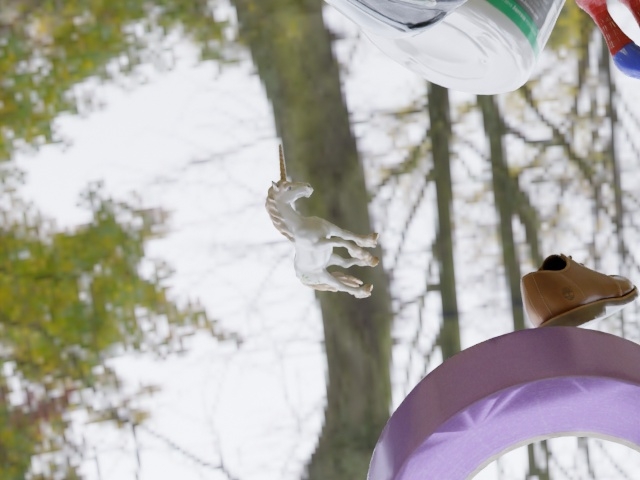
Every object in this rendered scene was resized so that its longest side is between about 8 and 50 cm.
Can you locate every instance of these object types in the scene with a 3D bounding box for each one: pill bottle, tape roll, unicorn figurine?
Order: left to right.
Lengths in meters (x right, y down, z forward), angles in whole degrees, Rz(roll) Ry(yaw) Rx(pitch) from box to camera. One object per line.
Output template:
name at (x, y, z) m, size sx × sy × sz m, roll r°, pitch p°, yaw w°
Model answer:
unicorn figurine at (0.000, 0.000, 1.556) m, size 0.111 × 0.162 × 0.060 m, roll 14°, pitch -139°, yaw 10°
pill bottle at (0.195, -0.355, 1.727) m, size 0.204 × 0.204 × 0.361 m, roll 10°, pitch -113°, yaw 40°
tape roll at (0.173, 0.205, 1.190) m, size 0.275 × 0.274 × 0.090 m, roll -7°, pitch -159°, yaw -1°

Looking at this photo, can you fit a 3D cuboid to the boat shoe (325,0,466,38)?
boat shoe at (-0.026, -0.238, 1.085) m, size 0.108 × 0.301 × 0.102 m, roll -61°, pitch -165°, yaw -15°

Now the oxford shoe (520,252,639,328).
oxford shoe at (0.245, 0.044, 1.528) m, size 0.076 × 0.076 × 0.212 m, roll -32°, pitch 169°, yaw 23°

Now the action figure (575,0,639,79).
action figure at (0.325, -0.112, 1.268) m, size 0.091 × 0.280 × 0.139 m, roll -17°, pitch 163°, yaw -39°
